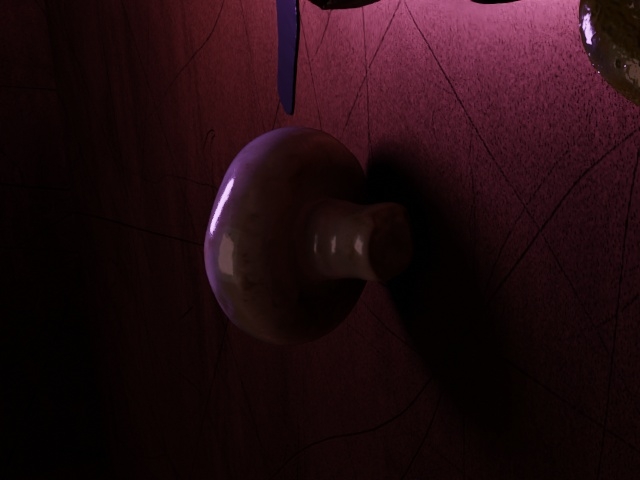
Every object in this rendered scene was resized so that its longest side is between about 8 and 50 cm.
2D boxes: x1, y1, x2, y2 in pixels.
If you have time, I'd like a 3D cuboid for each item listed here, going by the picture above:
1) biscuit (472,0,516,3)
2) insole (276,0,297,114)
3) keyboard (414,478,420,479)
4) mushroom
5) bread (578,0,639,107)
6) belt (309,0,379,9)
[{"bbox_3d":[0.133,-0.383,1.332,0.407,0.091,0.407,168,90,-77],"label":"biscuit"},{"bbox_3d":[-0.042,-0.253,2.170,0.080,0.003,0.232,-120,24,-47],"label":"insole"},{"bbox_3d":[0.145,0.307,1.943,0.202,0.011,0.067,-179,76,-73],"label":"keyboard"},{"bbox_3d":[0.000,0.000,1.921,0.243,0.243,0.244,168,90,-74],"label":"mushroom"},{"bbox_3d":[0.234,-0.159,1.225,0.149,0.065,0.188,109,148,-51],"label":"bread"},{"bbox_3d":[0.037,-0.298,1.656,0.201,0.128,0.124,120,136,-65],"label":"belt"}]
